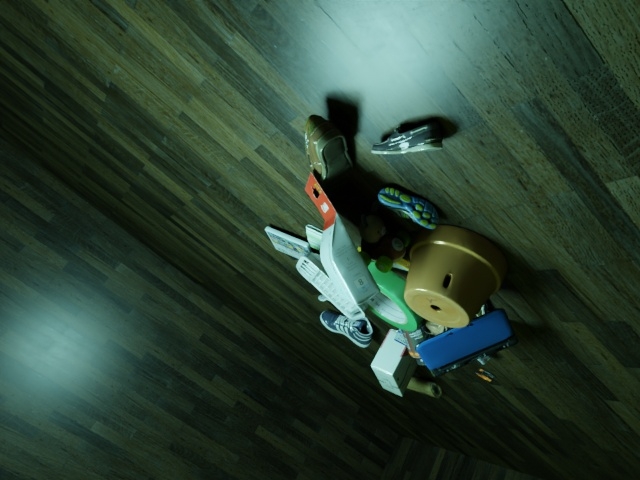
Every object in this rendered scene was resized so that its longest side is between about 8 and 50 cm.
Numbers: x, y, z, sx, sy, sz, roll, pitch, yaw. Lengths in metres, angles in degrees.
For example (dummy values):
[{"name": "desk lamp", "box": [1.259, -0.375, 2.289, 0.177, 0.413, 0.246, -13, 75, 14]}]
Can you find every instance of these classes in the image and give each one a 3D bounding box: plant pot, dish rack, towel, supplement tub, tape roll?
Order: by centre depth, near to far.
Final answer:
[{"name": "plant pot", "box": [0.379, 0.123, 1.380, 0.290, 0.203, 0.291, 25, 155, 13]}, {"name": "tape roll", "box": [0.249, 0.211, 1.758, 0.321, 0.077, 0.321, 36, 161, 14]}, {"name": "towel", "box": [0.000, 0.000, 1.796, 0.113, 0.023, 0.152, 26, 156, 18]}, {"name": "dish rack", "box": [0.052, 0.176, 1.849, 0.333, 0.072, 0.285, 44, 163, 4]}, {"name": "supplement tub", "box": [0.396, 0.403, 1.885, 0.106, 0.106, 0.198, -7, 106, 53]}]

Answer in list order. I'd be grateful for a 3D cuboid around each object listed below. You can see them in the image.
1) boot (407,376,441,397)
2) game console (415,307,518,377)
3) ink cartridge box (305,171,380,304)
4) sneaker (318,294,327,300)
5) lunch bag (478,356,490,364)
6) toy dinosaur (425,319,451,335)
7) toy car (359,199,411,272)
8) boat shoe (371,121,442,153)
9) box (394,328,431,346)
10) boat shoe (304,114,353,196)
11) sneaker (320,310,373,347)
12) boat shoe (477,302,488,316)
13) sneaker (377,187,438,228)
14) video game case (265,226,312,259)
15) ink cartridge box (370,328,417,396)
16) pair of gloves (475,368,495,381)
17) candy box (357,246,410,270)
[{"name": "boot", "box": [0.494, 0.762, 2.532, 0.269, 0.089, 0.236, 3, 152, 46]}, {"name": "game console", "box": [0.461, 0.303, 1.510, 0.173, 0.293, 0.250, 62, -168, -8]}, {"name": "ink cartridge box", "box": [0.026, 0.003, 1.414, 0.385, 0.091, 0.308, 60, 174, 0]}, {"name": "sneaker", "box": [0.018, 0.257, 2.213, 0.098, 0.038, 0.069, -6, 134, 39]}, {"name": "lunch bag", "box": [0.622, 0.439, 1.844, 0.071, 0.053, 0.083, 46, 177, -27]}, {"name": "toy dinosaur", "box": [0.464, 0.336, 1.768, 0.296, 0.127, 0.200, 51, 156, -24]}, {"name": "toy car", "box": [0.177, -0.026, 1.421, 0.149, 0.155, 0.188, 11, 135, 37]}, {"name": "boat shoe", "box": [0.205, -0.242, 1.115, 0.206, 0.075, 0.065, 6, 102, 51]}, {"name": "box", "box": [0.400, 0.415, 2.024, 0.126, 0.072, 0.137, 26, 154, 14]}, {"name": "boat shoe", "box": [0.018, -0.234, 1.283, 0.104, 0.110, 0.307, 52, 167, 20]}, {"name": "sneaker", "box": [0.133, 0.407, 2.272, 0.282, 0.099, 0.153, 29, 148, 11]}, {"name": "boat shoe", "box": [0.526, 0.207, 1.551, 0.049, 0.043, 0.137, 10, 145, 42]}, {"name": "sneaker", "box": [0.250, -0.093, 1.318, 0.188, 0.067, 0.078, 27, 175, 6]}, {"name": "video game case", "box": [-0.122, 0.023, 1.946, 0.201, 0.023, 0.183, 22, 159, 21]}, {"name": "ink cartridge box", "box": [0.362, 0.587, 2.216, 0.117, 0.207, 0.283, 17, 151, 32]}, {"name": "pair of gloves", "box": [0.728, 0.593, 2.050, 0.074, 0.010, 0.083, 27, 151, 14]}, {"name": "candy box", "box": [0.221, 0.063, 1.572, 0.105, 0.027, 0.206, 25, 174, -32]}]
